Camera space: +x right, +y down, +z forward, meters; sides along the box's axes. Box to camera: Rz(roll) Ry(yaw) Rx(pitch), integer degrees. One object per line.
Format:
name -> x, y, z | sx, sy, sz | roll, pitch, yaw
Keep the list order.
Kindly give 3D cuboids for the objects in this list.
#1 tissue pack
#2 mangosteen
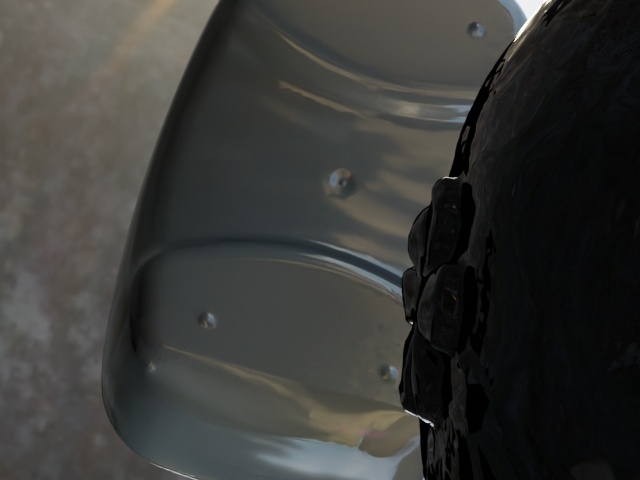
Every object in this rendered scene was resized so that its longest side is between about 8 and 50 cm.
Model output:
tissue pack -> 0.000, 0.000, 1.037 | 0.236, 0.229, 0.333 | 108, -2, -68
mangosteen -> 0.177, 0.044, 0.520 | 0.297, 0.313, 0.297 | -57, 173, -10
